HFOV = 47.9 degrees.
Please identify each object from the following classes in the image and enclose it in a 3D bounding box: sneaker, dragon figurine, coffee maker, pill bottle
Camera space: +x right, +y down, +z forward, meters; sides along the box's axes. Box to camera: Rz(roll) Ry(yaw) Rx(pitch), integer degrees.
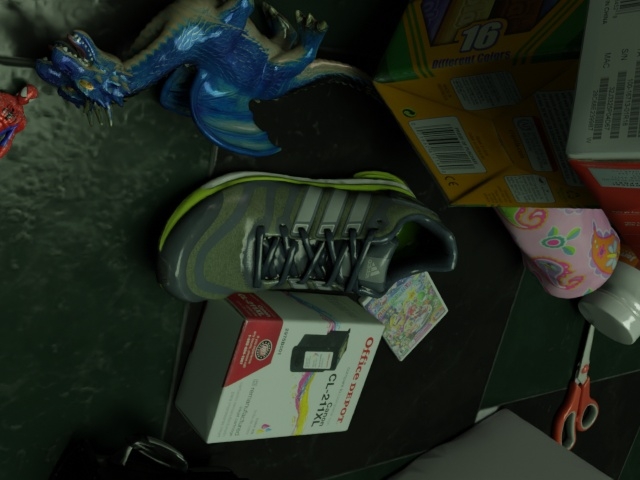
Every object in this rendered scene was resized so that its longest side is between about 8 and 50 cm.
[{"bbox_3d":[0.000,0.000,0.639,0.299,0.121,0.111,-12,119,-34],"label":"sneaker"},{"bbox_3d":[-0.067,-0.118,0.548,0.289,0.085,0.144,20,100,-47],"label":"dragon figurine"},{"bbox_3d":[-0.138,0.270,0.633,0.178,0.171,0.120,24,123,-41],"label":"coffee maker"},{"bbox_3d":[0.474,0.039,1.037,0.216,0.121,0.121,-47,133,-10],"label":"pill bottle"}]

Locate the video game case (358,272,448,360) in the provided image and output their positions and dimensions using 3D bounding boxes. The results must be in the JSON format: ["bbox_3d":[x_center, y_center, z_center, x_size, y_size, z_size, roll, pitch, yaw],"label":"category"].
[{"bbox_3d":[0.098,0.075,0.831,0.087,0.011,0.122,-44,132,-12],"label":"video game case"}]

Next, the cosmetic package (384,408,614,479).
[{"bbox_3d":[0.241,0.516,0.954,0.329,0.327,0.394,-21,122,-29],"label":"cosmetic package"}]

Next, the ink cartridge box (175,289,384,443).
[{"bbox_3d":[-0.036,0.120,0.705,0.175,0.072,0.128,8,106,-40],"label":"ink cartridge box"}]

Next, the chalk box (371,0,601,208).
[{"bbox_3d":[0.200,-0.192,0.631,0.180,0.179,0.289,49,56,-42],"label":"chalk box"}]

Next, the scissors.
[{"bbox_3d":[0.411,0.223,1.148,0.109,0.021,0.297,-29,128,-22],"label":"scissors"}]

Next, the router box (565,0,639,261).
[{"bbox_3d":[0.287,-0.155,0.535,0.301,0.082,0.336,28,70,-51],"label":"router box"}]

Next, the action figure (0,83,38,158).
[{"bbox_3d":[-0.235,-0.064,0.486,0.115,0.030,0.038,-49,128,-11],"label":"action figure"}]

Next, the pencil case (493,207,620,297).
[{"bbox_3d":[0.251,-0.048,0.823,0.124,0.124,0.284,-51,132,-6],"label":"pencil case"}]
